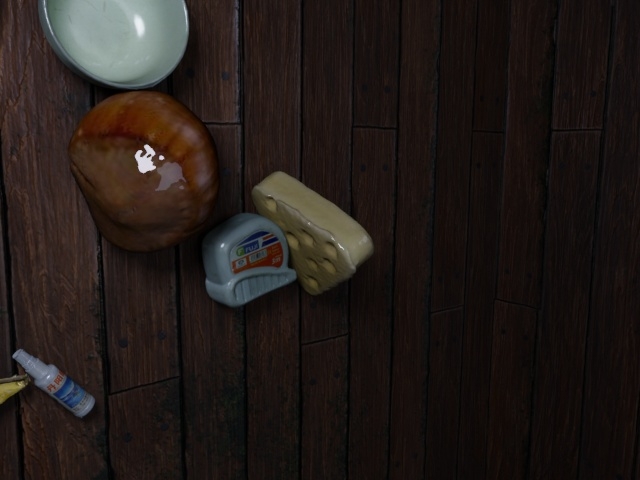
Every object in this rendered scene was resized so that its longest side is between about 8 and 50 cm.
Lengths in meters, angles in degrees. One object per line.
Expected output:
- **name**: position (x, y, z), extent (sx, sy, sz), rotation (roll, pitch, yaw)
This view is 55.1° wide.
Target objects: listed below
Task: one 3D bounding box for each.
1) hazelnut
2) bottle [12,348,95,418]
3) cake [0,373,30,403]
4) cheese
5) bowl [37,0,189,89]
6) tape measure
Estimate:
- **hazelnut**: position (-0.371, -0.154, 1.364), extent (0.372, 0.316, 0.372), rotation (6, 90, -73)
- **bottle**: position (-0.606, 0.321, 1.389), extent (0.060, 0.060, 0.217), rotation (-51, 124, -21)
- **cake**: position (-0.726, 0.316, 1.294), extent (0.185, 0.080, 0.116), rotation (-40, 108, -16)
- **cheese**: position (0.000, -0.001, 1.651), extent (0.104, 0.384, 0.383), rotation (-40, 120, -25)
- **bowl**: position (-0.453, -0.475, 1.317), extent (0.307, 0.163, 0.307), rotation (-7, 101, -38)
- **tape measure**: position (-0.197, 0.050, 1.643), extent (0.243, 0.125, 0.246), rotation (-24, 115, -41)
